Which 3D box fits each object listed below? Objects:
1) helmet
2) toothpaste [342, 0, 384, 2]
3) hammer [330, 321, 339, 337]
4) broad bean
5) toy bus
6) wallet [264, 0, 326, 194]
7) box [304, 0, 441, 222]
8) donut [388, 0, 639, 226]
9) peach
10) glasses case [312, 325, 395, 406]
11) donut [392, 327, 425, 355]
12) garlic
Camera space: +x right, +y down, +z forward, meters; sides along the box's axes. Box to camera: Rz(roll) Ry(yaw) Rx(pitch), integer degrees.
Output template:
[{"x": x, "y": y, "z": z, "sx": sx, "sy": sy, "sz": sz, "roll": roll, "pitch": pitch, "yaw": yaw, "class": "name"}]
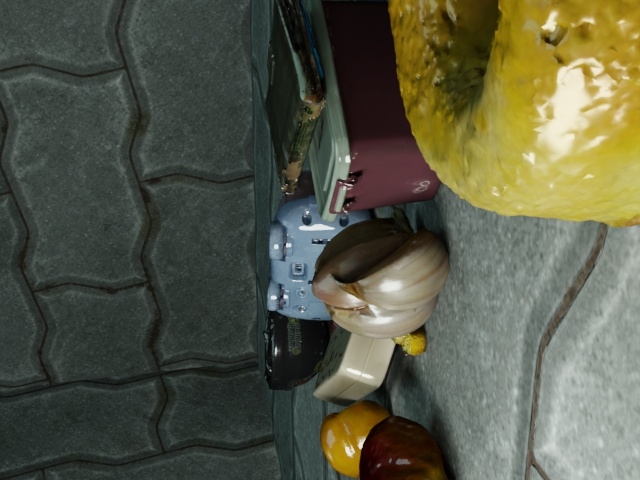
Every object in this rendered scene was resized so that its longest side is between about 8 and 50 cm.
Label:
[{"x": -0.058, "y": 0.235, "z": 2.086, "sx": 0.230, "sy": 0.161, "sz": 0.278, "roll": 119, "pitch": 157, "yaw": -75, "class": "helmet"}, {"x": 0.072, "y": -0.395, "z": 1.357, "sx": 0.266, "sy": 0.050, "sz": 0.065, "roll": 114, "pitch": 147, "yaw": -71, "class": "toothpaste"}, {"x": 0.043, "y": 0.193, "z": 1.836, "sx": 0.083, "sy": 0.043, "sz": 0.043, "roll": 98, "pitch": 164, "yaw": -57, "class": "hammer"}, {"x": 0.132, "y": 0.350, "z": 1.195, "sx": 0.156, "sy": 0.122, "sz": 0.228, "roll": -64, "pitch": 28, "yaw": 18, "class": "broad bean"}, {"x": 0.000, "y": 0.000, "z": 1.601, "sx": 0.231, "sy": 0.197, "sz": 0.294, "roll": -91, "pitch": 3, "yaw": -47, "class": "toy bus"}, {"x": -0.040, "y": -0.194, "z": 1.166, "sx": 0.317, "sy": 0.044, "sz": 0.168, "roll": 111, "pitch": 149, "yaw": -71, "class": "wallet"}, {"x": 0.069, "y": -0.185, "z": 1.145, "sx": 0.193, "sy": 0.168, "sz": 0.293, "roll": 101, "pitch": 161, "yaw": -62, "class": "box"}, {"x": 0.162, "y": -0.187, "z": 0.638, "sx": 0.435, "sy": 0.164, "sz": 0.377, "roll": -127, "pitch": 32, "yaw": -70, "class": "donut"}, {"x": 0.071, "y": 0.358, "z": 1.505, "sx": 0.138, "sy": 0.138, "sz": 0.138, "roll": 175, "pitch": 90, "yaw": -80, "class": "peach"}, {"x": 0.061, "y": 0.206, "z": 1.495, "sx": 0.336, "sy": 0.076, "sz": 0.144, "roll": 116, "pitch": 175, "yaw": -70, "class": "glasses case"}, {"x": 0.130, "y": 0.146, "z": 1.269, "sx": 0.083, "sy": 0.067, "sz": 0.037, "roll": -7, "pitch": -67, "yaw": -67, "class": "donut"}, {"x": 0.094, "y": 0.064, "z": 1.186, "sx": 0.160, "sy": 0.191, "sz": 0.214, "roll": 63, "pitch": 168, "yaw": -26, "class": "garlic"}]
